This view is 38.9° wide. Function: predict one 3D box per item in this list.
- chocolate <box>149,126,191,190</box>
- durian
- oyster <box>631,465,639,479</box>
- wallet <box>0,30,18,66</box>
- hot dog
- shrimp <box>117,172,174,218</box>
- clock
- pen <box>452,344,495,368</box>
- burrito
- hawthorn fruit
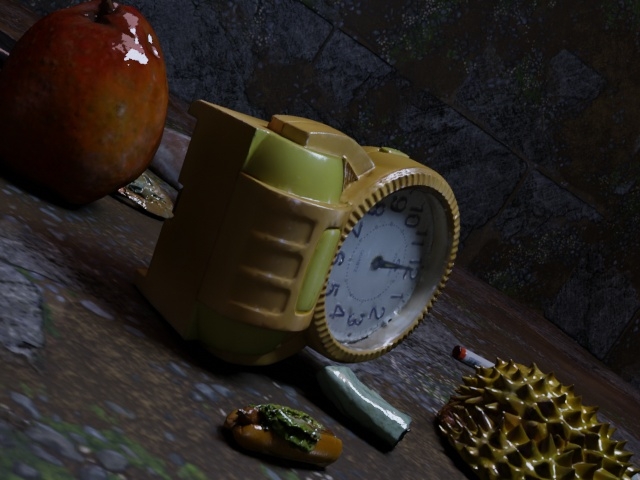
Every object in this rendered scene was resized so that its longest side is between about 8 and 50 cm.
[{"bbox_3d":[-0.248,-0.149,1.654,0.261,0.083,0.161,36,10,20],"label":"chocolate"},{"bbox_3d":[0.247,0.254,1.044,0.260,0.153,0.186,27,30,15],"label":"durian"},{"bbox_3d":[0.475,0.381,1.342,0.177,0.064,0.125,28,13,-25],"label":"oyster"},{"bbox_3d":[-0.587,-0.349,1.697,0.321,0.044,0.170,35,8,-11],"label":"wallet"},{"bbox_3d":[-0.025,0.156,0.746,0.133,0.041,0.056,25,10,-48],"label":"hot dog"},{"bbox_3d":[-0.268,-0.070,1.265,0.099,0.041,0.180,54,15,28],"label":"shrimp"},{"bbox_3d":[0.000,0.000,0.949,0.317,0.244,0.200,7,20,-45],"label":"clock"},{"bbox_3d":[0.334,0.250,1.734,0.218,0.026,0.026,29,8,-30],"label":"pen"},{"bbox_3d":[0.044,0.170,0.946,0.118,0.044,0.074,35,0,4],"label":"burrito"},{"bbox_3d":[-0.268,-0.180,1.054,0.210,0.262,0.210,23,26,-12],"label":"hawthorn fruit"}]
